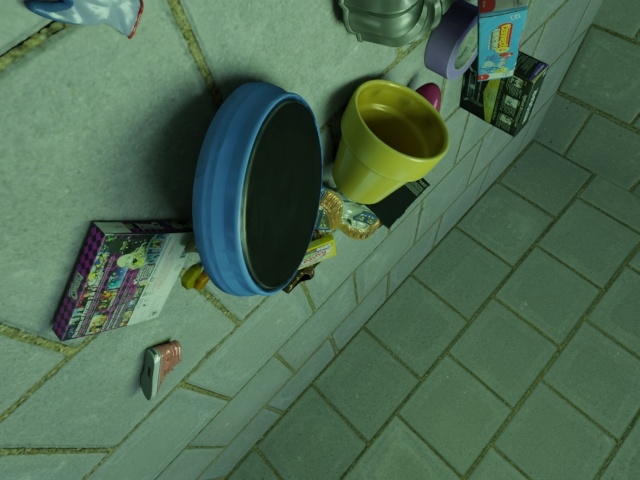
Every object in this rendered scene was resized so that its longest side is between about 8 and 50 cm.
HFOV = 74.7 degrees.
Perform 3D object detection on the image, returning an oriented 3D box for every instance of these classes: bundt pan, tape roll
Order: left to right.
[{"bbox_3d":[0.178,-0.509,0.754,0.331,0.124,0.331,-46,157,-26],"label":"bundt pan"},{"bbox_3d":[0.377,-0.549,1.158,0.189,0.080,0.189,-41,156,-23],"label":"tape roll"}]

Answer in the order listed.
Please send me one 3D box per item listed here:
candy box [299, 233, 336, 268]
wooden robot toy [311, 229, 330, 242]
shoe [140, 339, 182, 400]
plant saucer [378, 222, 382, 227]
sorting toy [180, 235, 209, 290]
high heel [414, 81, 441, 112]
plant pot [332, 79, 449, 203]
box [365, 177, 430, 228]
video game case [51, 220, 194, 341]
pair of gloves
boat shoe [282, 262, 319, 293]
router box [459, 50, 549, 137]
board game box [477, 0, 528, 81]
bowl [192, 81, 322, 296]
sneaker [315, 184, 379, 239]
[{"bbox_3d":[-0.053,0.049,1.242,0.205,0.027,0.105,-21,154,-5],"label":"candy box"},{"bbox_3d":[0.000,0.000,1.298,0.173,0.079,0.076,-44,157,-17],"label":"wooden robot toy"},{"bbox_3d":[-0.403,0.331,1.070,0.081,0.063,0.178,-16,136,-46],"label":"shoe"},{"bbox_3d":[0.251,-0.120,1.648,0.168,0.029,0.169,-41,156,-22],"label":"plant saucer"},{"bbox_3d":[-0.209,-0.022,0.894,0.307,0.041,0.229,-52,171,4],"label":"sorting toy"},{"bbox_3d":[0.209,-0.271,1.201,0.181,0.127,0.378,-32,154,-53],"label":"high heel"},{"bbox_3d":[0.147,-0.221,1.048,0.253,0.254,0.239,-32,167,-37],"label":"plant pot"},{"bbox_3d":[0.241,-0.141,1.374,0.184,0.103,0.261,-45,-179,7],"label":"box"},{"bbox_3d":[-0.355,0.068,0.784,0.232,0.041,0.210,-59,158,19],"label":"video game case"},{"bbox_3d":[-0.234,-0.320,0.444,0.198,0.023,0.159,-57,158,17],"label":"pair of gloves"},{"bbox_3d":[-0.057,0.105,1.363,0.206,0.073,0.073,-34,152,-37],"label":"boat shoe"},{"bbox_3d":[0.606,-0.517,1.425,0.081,0.242,0.309,-48,158,-5],"label":"router box"},{"bbox_3d":[0.385,-0.558,0.907,0.302,0.086,0.309,4,86,-70],"label":"board game box"},{"bbox_3d":[-0.089,-0.086,0.783,0.391,0.077,0.392,10,90,-72],"label":"bowl"},{"bbox_3d":[0.024,-0.094,1.143,0.296,0.131,0.112,24,114,-38],"label":"sneaker"}]
